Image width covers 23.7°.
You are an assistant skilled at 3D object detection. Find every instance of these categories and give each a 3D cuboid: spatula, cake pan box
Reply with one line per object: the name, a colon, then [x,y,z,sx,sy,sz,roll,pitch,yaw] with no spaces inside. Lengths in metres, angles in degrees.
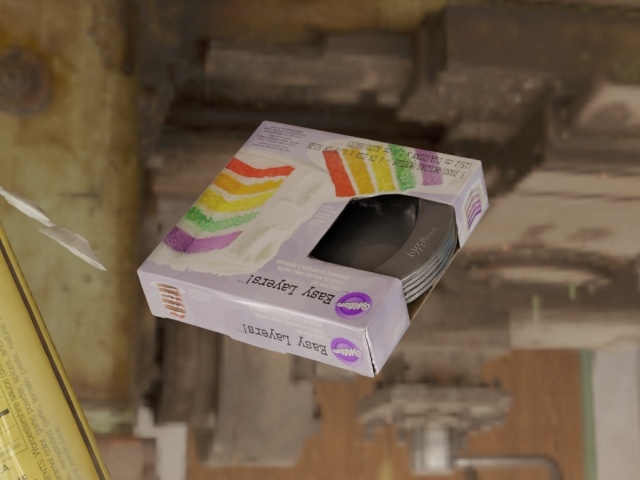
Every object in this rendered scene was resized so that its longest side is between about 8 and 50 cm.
spatula: [-0.289,-0.040,1.396,0.168,0.019,0.242,36,173,-28]
cake pan box: [0.000,0.000,1.453,0.267,0.246,0.070,14,140,30]

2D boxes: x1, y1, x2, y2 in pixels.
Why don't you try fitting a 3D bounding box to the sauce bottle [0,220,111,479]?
sauce bottle: [-0.194,0.003,0.670,0.111,0.344,0.111,-21,-173,3]
